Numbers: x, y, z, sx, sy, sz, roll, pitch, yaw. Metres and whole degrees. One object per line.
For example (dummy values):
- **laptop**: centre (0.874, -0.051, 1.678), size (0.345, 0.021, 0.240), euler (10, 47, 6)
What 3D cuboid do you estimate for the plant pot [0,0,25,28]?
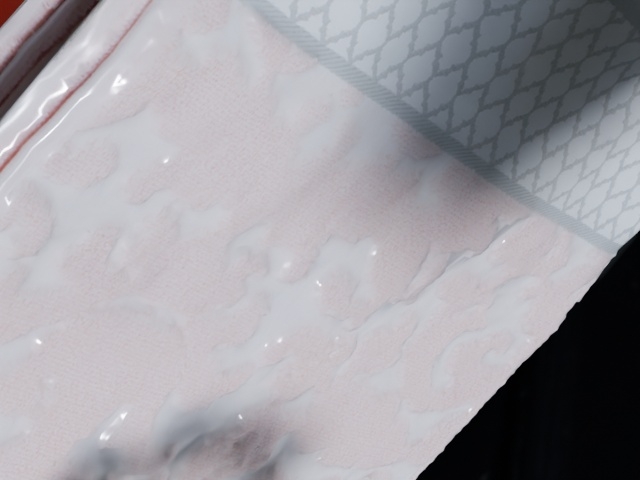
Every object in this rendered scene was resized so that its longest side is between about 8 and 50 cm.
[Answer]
- **plant pot**: centre (-0.299, -0.211, 0.977), size (0.265, 0.272, 0.272), euler (33, -146, 24)

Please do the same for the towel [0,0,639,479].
- **towel**: centre (0.000, 0.000, 0.593), size (0.053, 0.317, 0.332), euler (50, -167, 34)
